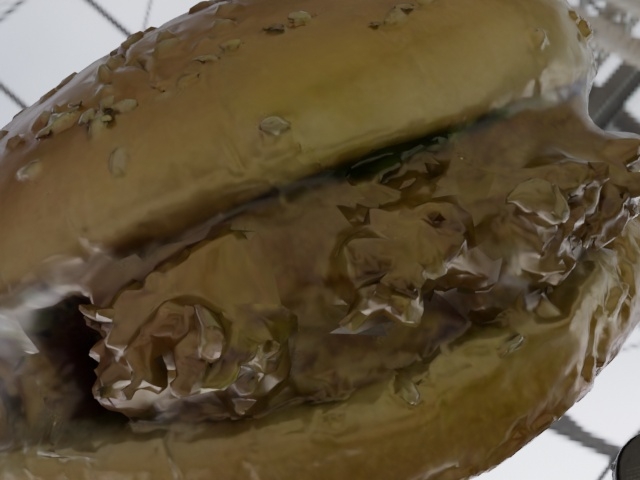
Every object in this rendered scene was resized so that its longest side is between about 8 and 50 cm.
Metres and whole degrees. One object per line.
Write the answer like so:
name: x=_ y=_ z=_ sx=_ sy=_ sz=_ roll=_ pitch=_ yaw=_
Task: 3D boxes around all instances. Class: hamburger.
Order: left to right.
hamburger: x=0.000 y=0.000 z=0.741 sx=0.445 sy=0.287 sz=0.268 roll=-22 pitch=-83 yaw=-14

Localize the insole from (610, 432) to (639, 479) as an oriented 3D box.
insole: x=0.252 y=0.235 z=0.784 sx=0.110 sy=0.012 sz=0.309 roll=-13 pitch=-121 yaw=-20
